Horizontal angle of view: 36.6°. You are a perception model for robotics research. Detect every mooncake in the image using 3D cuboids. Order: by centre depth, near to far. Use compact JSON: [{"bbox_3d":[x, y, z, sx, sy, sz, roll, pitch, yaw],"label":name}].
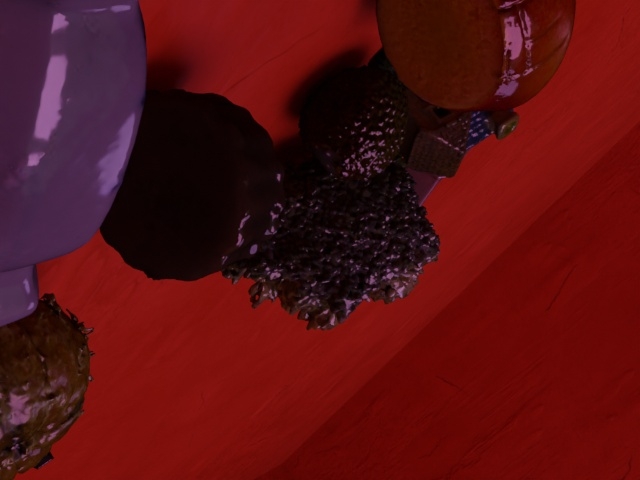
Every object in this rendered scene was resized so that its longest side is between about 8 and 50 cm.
[{"bbox_3d":[-0.151,-0.068,1.128,0.228,0.228,0.124,-47,169,27],"label":"mooncake"}]

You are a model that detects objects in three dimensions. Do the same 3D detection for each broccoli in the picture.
[{"bbox_3d":[0.020,-0.007,1.539,0.338,0.277,0.317,-34,171,1],"label":"broccoli"}]

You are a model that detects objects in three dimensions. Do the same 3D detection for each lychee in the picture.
[{"bbox_3d":[0.054,-0.170,1.387,0.171,0.171,0.171,-34,163,-12],"label":"lychee"}]

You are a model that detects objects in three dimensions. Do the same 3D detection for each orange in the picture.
[{"bbox_3d":[-0.435,0.186,1.210,0.300,0.223,0.301,-37,164,-44],"label":"orange"}]

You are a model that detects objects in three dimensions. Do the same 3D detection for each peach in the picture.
[{"bbox_3d":[0.195,-0.310,1.205,0.275,0.248,0.245,81,27,-57],"label":"peach"}]

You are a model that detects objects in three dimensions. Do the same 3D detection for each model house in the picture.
[{"bbox_3d":[0.203,-0.221,1.500,0.214,0.189,0.195,-31,164,-19],"label":"model house"}]

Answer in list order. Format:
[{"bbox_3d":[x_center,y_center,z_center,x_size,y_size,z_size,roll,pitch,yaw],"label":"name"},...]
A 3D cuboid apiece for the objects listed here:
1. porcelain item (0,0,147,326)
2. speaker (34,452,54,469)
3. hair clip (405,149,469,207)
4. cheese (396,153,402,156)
[{"bbox_3d":[-0.252,-0.112,0.762,0.178,0.243,0.405,6,138,-31],"label":"porcelain item"},{"bbox_3d":[-0.547,0.388,1.805,0.040,0.046,0.191,-35,163,-12],"label":"speaker"},{"bbox_3d":[0.220,-0.170,1.739,0.331,0.085,0.101,-51,178,-6],"label":"hair clip"},{"bbox_3d":[0.089,-0.083,1.805,0.204,0.083,0.320,-19,144,-56],"label":"cheese"}]
